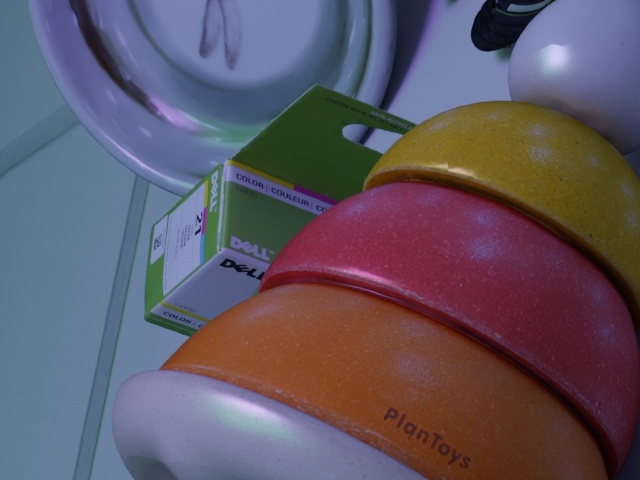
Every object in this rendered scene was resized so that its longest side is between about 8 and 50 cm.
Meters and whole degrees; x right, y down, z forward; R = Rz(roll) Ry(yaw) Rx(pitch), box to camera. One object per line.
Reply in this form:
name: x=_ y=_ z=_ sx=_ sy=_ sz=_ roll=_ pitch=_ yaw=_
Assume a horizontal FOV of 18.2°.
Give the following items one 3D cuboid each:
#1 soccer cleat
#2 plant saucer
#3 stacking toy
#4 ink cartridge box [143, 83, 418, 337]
soccer cleat: x=0.163 y=-0.211 z=1.570 sx=0.179 sy=0.072 sz=0.060 roll=-40 pitch=39 yaw=46
plant saucer: x=-0.091 y=-0.235 z=1.871 sx=0.400 sy=0.400 sz=0.100 roll=-50 pitch=-9 yaw=36
stacking toy: x=0.118 y=0.032 z=1.331 sx=0.480 sy=0.350 sz=0.350 roll=-58 pitch=21 yaw=-20
ink cartridge box: x=0.000 y=0.000 z=1.605 sx=0.255 sy=0.189 sz=0.097 roll=-39 pitch=38 yaw=46
